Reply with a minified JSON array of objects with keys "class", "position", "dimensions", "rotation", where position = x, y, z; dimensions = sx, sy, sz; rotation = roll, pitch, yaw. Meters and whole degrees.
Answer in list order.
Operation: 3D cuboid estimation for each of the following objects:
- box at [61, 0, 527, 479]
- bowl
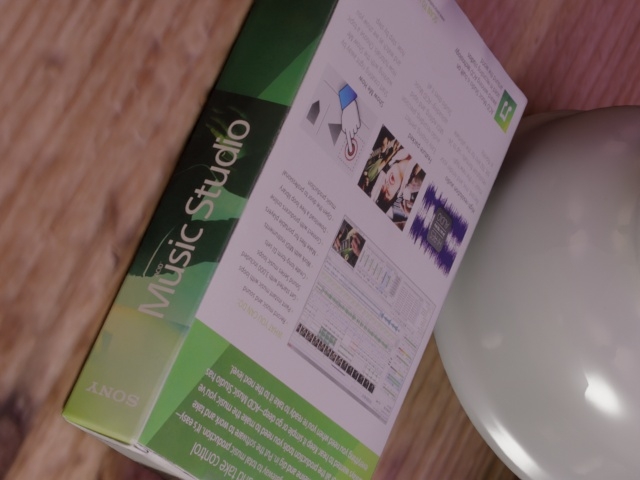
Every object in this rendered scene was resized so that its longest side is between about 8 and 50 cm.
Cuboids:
[{"class":"box","position":[0.000,0.000,0.989],"dimensions":[0.232,0.058,0.322],"rotation":[44,64,-53]},{"class":"bowl","position":[0.227,0.029,1.122],"dimensions":[0.298,0.134,0.298],"rotation":[11,65,-25]}]
